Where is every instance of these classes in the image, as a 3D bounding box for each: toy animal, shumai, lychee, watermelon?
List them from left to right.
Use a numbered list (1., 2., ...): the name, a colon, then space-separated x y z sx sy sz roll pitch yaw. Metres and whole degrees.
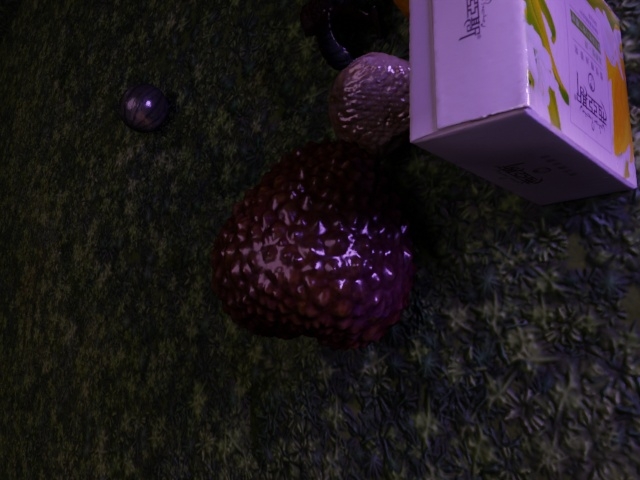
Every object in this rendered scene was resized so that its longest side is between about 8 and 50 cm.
1. watermelon: -0.384 -0.303 1.305 0.105 0.105 0.133 23 74 46
2. lychee: 0.000 0.000 0.736 0.272 0.272 0.271 -13 71 44
3. toy animal: 0.015 -0.362 0.891 0.180 0.116 0.218 3 89 46
4. shumai: 0.080 -0.188 0.801 0.145 0.146 0.116 -55 6 22

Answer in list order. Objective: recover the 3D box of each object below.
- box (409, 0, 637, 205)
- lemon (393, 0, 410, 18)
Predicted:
1. box: 0.196 -0.156 0.551 0.111 0.261 0.194 -9 75 40
2. lemon: 0.154 -0.333 0.723 0.187 0.142 0.142 23 97 52
